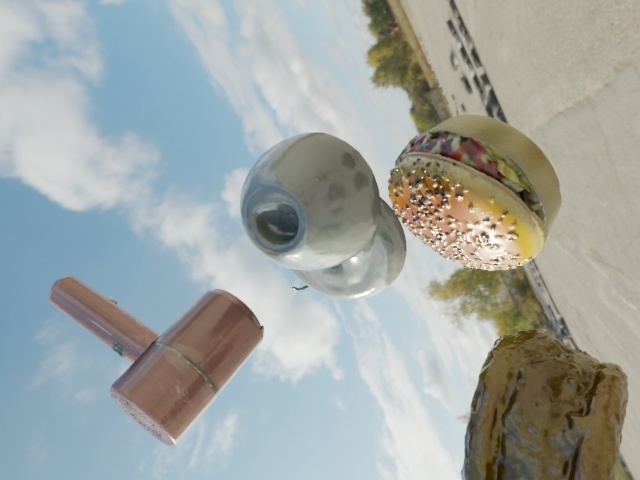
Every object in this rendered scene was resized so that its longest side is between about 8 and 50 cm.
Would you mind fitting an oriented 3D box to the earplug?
[{"bbox_3d":[0.003,-0.011,0.670,0.325,0.214,0.174,56,-135,-57],"label":"earplug"}]

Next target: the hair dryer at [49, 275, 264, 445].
[{"bbox_3d":[-0.286,0.130,0.738,0.210,0.353,0.125,-49,-22,-34],"label":"hair dryer"}]

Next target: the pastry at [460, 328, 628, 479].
[{"bbox_3d":[0.229,0.218,0.487,0.240,0.132,0.235,-56,-40,-28],"label":"pastry"}]

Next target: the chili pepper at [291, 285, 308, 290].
[{"bbox_3d":[0.044,-0.018,0.931,0.122,0.065,0.278,23,-92,-55],"label":"chili pepper"}]

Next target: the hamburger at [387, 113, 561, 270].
[{"bbox_3d":[0.248,-0.069,0.805,0.300,0.176,0.300,38,164,13],"label":"hamburger"}]
